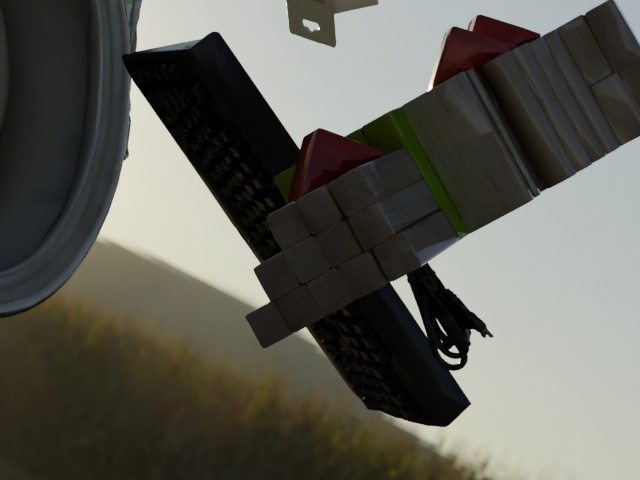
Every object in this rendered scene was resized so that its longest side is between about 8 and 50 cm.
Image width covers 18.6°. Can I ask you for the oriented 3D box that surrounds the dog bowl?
[{"bbox_3d":[-0.310,-0.143,1.483,0.150,0.408,0.408,-2,-20,26],"label":"dog bowl"}]

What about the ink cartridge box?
[{"bbox_3d":[0.009,-0.311,2.125,0.061,0.181,0.104,-15,23,-29],"label":"ink cartridge box"}]

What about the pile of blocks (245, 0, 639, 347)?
[{"bbox_3d":[0.072,-0.060,1.154,0.149,0.362,0.113,-29,-91,47],"label":"pile of blocks"}]

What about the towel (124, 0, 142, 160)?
[{"bbox_3d":[-0.285,-0.142,1.832,0.325,0.248,0.038,-93,161,-52],"label":"towel"}]

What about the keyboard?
[{"bbox_3d":[0.000,0.000,1.270,0.201,0.033,0.317,-3,-52,55],"label":"keyboard"}]
